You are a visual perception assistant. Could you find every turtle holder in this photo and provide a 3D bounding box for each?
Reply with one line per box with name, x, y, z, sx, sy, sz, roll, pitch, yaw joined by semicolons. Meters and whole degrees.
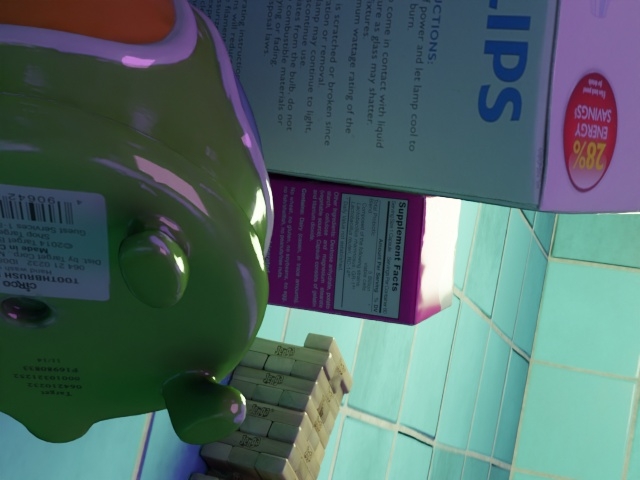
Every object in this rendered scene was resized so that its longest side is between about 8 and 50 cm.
turtle holder;-0.130;-0.013;0.616;0.320;0.243;0.227;55;29;-48

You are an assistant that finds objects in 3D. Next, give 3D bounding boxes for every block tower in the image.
block tower;-0.071;0.247;1.051;0.091;0.097;0.335;69;37;-51

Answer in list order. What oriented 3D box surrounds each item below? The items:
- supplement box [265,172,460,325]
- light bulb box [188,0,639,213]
supplement box;0.000;0.000;0.962;0.111;0.220;0.114;-14;111;-67
light bulb box;0.101;-0.151;0.869;0.358;0.361;0.225;-2;100;-53
